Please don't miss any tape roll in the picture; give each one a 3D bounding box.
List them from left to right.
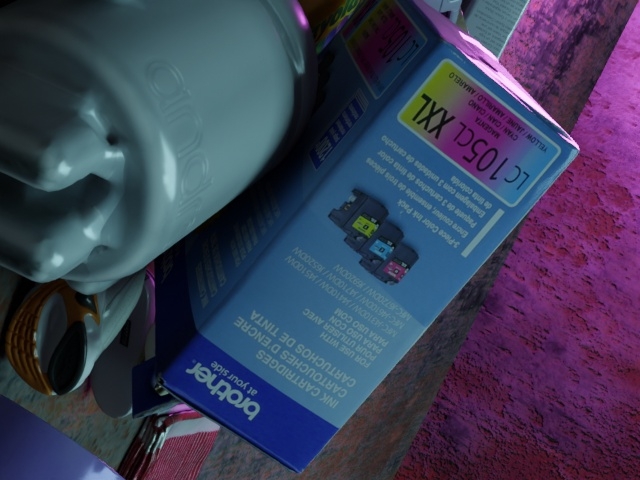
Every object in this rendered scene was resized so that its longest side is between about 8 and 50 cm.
[{"bbox_3d":[-0.245,0.198,1.312,0.080,0.189,0.189,-56,163,-16],"label":"tape roll"}]

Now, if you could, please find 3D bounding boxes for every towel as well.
[{"bbox_3d":[-0.221,0.347,1.919,0.329,0.037,0.237,-63,165,6],"label":"towel"}]

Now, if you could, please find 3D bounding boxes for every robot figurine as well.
[{"bbox_3d":[-0.132,-0.101,1.137,0.353,0.200,0.300,-42,153,-50],"label":"robot figurine"}]

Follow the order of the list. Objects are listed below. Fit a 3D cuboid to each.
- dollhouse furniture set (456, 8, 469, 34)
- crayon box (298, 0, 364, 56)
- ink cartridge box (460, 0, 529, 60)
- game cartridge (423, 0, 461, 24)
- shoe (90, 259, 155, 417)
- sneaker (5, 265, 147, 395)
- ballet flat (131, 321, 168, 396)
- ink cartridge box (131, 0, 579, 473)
[{"bbox_3d":[0.134,-0.245,1.521,0.081,0.114,0.091,-16,175,-16],"label":"dollhouse furniture set"},{"bbox_3d":[-0.053,-0.158,1.431,0.202,0.081,0.318,-44,164,-45],"label":"crayon box"},{"bbox_3d":[0.155,-0.226,1.846,0.330,0.071,0.324,-62,-173,1],"label":"ink cartridge box"},{"bbox_3d":[0.061,-0.236,1.532,0.060,0.196,0.294,-13,151,-14],"label":"game cartridge"},{"bbox_3d":[-0.175,0.093,1.577,0.081,0.063,0.178,-30,141,-51],"label":"shoe"},{"bbox_3d":[-0.187,0.005,1.372,0.262,0.099,0.121,-60,173,25],"label":"sneaker"},{"bbox_3d":[-0.105,0.060,1.472,0.248,0.086,0.086,-57,168,29],"label":"ballet flat"},{"bbox_3d":[0.000,0.000,1.273,0.395,0.151,0.270,-52,-163,12],"label":"ink cartridge box"}]
